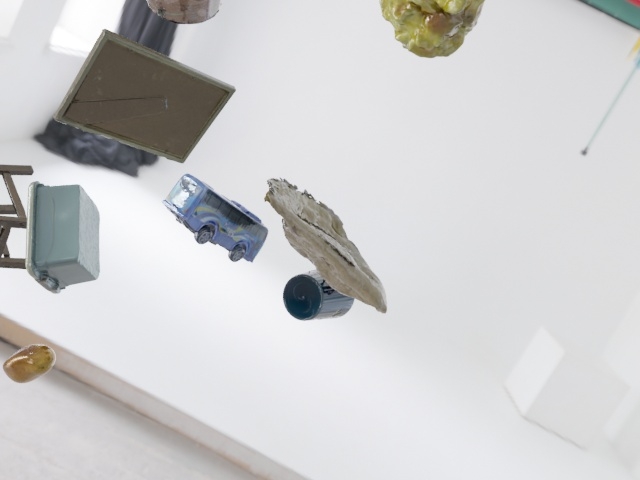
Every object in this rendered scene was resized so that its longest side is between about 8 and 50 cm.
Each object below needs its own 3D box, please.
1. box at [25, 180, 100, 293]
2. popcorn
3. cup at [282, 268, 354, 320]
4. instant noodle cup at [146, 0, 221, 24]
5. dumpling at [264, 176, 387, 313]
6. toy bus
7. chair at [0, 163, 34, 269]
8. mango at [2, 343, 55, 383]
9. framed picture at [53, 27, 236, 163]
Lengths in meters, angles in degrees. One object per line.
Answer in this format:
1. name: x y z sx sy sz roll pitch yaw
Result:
1. box: -0.564 -0.010 1.560 0.129 0.227 0.162 -9 -23 0
2. popcorn: 0.221 -0.461 1.385 0.180 0.235 0.217 -18 46 -36
3. cup: 0.009 0.120 1.690 0.155 0.176 0.131 -4 66 -62
4. instant noodle cup: -0.293 -0.603 1.545 0.217 0.217 0.207 31 -33 8
5. dumpling: -0.003 0.004 1.309 0.332 0.086 0.166 48 15 -23
6. toy bus: -0.179 -0.033 1.278 0.079 0.094 0.236 42 3 31
7. chair: -0.947 -0.064 1.841 0.415 0.203 0.241 -1 51 -40
8. mango: -0.532 0.226 1.317 0.080 0.114 0.061 -40 106 -45
9. framed picture: -0.365 -0.289 1.509 0.314 0.232 0.024 17 36 -41
